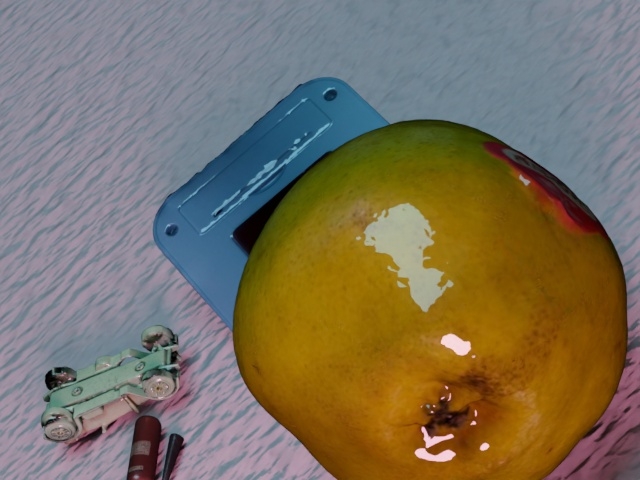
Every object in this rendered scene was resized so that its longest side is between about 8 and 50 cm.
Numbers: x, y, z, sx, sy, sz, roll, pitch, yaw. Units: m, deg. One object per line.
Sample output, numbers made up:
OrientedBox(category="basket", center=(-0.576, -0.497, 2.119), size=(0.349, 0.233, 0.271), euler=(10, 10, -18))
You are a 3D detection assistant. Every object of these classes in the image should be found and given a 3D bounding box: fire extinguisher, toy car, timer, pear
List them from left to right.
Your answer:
OrientedBox(category="toy car", center=(-0.186, 0.133, 1.773), size=(0.143, 0.054, 0.073), euler=(-24, 38, 15))
OrientedBox(category="fire extinguisher", center=(-0.143, 0.195, 1.703), size=(0.046, 0.032, 0.100), euler=(5, 46, -2))
OrientedBox(category="timer", center=(0.000, 0.000, 1.767), size=(0.232, 0.091, 0.250), euler=(-40, 49, -4))
OrientedBox(category="pear", center=(0.080, 0.040, 1.476), size=(0.287, 0.287, 0.375), euler=(-33, 25, 7))
